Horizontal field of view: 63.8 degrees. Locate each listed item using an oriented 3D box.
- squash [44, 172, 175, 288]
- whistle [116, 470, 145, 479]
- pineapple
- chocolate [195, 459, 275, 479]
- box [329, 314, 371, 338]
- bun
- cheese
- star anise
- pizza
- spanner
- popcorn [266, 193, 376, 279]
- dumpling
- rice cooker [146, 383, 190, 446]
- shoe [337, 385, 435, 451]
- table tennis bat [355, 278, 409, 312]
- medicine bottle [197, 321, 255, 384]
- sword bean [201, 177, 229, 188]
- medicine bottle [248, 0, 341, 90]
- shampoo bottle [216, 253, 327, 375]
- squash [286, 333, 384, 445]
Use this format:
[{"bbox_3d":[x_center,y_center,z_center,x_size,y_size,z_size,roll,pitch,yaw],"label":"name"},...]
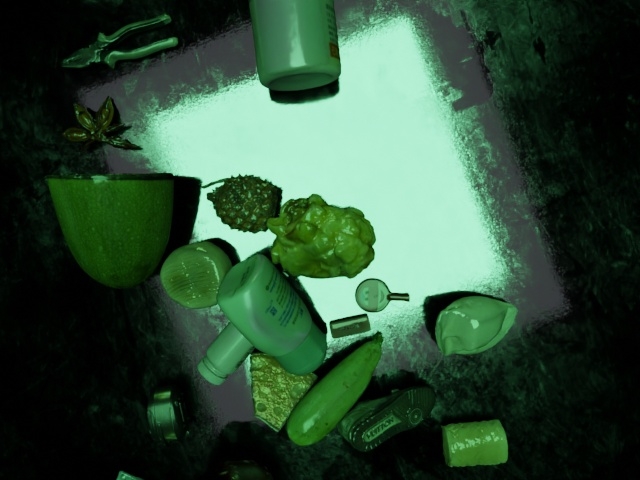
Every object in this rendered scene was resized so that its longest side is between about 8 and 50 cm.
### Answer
[{"bbox_3d":[-0.528,-0.020,1.318,0.310,0.310,0.309,0,97,1],"label":"squash"},{"bbox_3d":[-0.453,0.760,1.492,0.312,0.062,0.062,26,95,-1],"label":"whistle"},{"bbox_3d":[-0.212,-0.103,1.374,0.193,0.166,0.166,11,95,0],"label":"pineapple"},{"bbox_3d":[-0.196,0.764,1.410,0.210,0.225,0.340,-13,89,-33],"label":"chocolate"},{"bbox_3d":[0.084,0.245,1.457,0.115,0.025,0.048,-12,93,3],"label":"box"},{"bbox_3d":[-0.332,0.095,1.408,0.193,0.128,0.179,-16,94,14],"label":"bun"},{"bbox_3d":[0.430,0.570,1.439,0.167,0.094,0.123,-5,93,2],"label":"cheese"},{"bbox_3d":[-0.615,-0.320,1.415,0.212,0.053,0.157,-3,95,3],"label":"star anise"},{"bbox_3d":[-0.138,0.413,1.454,0.204,0.080,0.188,32,71,2],"label":"pizza"},{"bbox_3d":[-0.554,-0.531,1.404,0.324,0.040,0.096,-18,95,1],"label":"spanner"},{"bbox_3d":[0.000,0.000,1.326,0.286,0.252,0.215,-8,61,30],"label":"popcorn"},{"bbox_3d":[0.420,0.244,1.415,0.252,0.131,0.179,-8,115,-19],"label":"dumpling"},{"bbox_3d":[-0.430,0.489,1.445,0.106,0.112,0.165,-16,95,-3],"label":"rice cooker"},{"bbox_3d":[0.173,0.473,1.435,0.292,0.149,0.109,-19,100,-29],"label":"shoe"},{"bbox_3d":[0.175,0.158,1.454,0.154,0.019,0.098,3,94,4],"label":"table tennis bat"},{"bbox_3d":[-0.250,0.302,1.430,0.102,0.103,0.187,40,95,-2],"label":"medicine bottle"},{"bbox_3d":[-0.294,-0.162,1.441,0.083,0.012,0.012,-18,94,4],"label":"sword bean"},{"bbox_3d":[-0.073,-0.595,1.298,0.219,0.219,0.389,-8,94,2],"label":"medicine bottle"},{"bbox_3d":[-0.111,0.214,1.357,0.151,0.222,0.349,-27,117,21],"label":"shampoo bottle"},{"bbox_3d":[0.054,0.409,1.412,0.370,0.118,0.118,-43,93,-17],"label":"squash"}]
